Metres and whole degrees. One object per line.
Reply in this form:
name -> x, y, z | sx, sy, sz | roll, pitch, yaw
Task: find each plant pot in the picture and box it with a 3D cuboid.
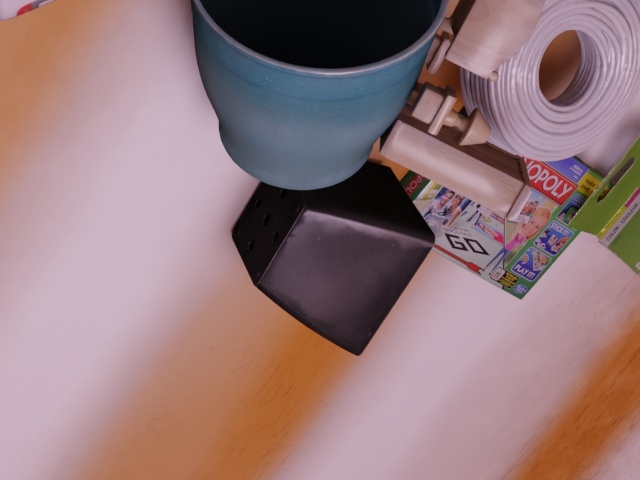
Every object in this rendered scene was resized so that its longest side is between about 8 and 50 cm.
plant pot -> -0.013, -0.198, 1.706 | 0.271, 0.272, 0.255 | -19, 148, -20
plant pot -> 0.000, 0.000, 1.942 | 0.167, 0.187, 0.188 | 20, 114, -29

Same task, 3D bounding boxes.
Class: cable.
cable -> 0.297, -0.223, 1.965 | 0.257, 0.089, 0.257 | -17, 119, -24

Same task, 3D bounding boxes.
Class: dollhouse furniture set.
dollhouse furniture set -> 0.224, -0.228, 1.754 | 0.173, 0.303, 0.355 | 27, 108, -7

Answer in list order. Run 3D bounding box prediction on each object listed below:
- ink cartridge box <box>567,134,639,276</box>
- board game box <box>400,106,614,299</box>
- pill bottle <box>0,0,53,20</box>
ink cartridge box -> 0.481, -0.044, 2.235 | 0.189, 0.097, 0.255 | -52, 152, 14
board game box -> 0.247, -0.056, 2.148 | 0.317, 0.046, 0.213 | 27, 109, -45
pill bottle -> -0.213, -0.336, 1.510 | 0.283, 0.161, 0.161 | -25, 136, -14
